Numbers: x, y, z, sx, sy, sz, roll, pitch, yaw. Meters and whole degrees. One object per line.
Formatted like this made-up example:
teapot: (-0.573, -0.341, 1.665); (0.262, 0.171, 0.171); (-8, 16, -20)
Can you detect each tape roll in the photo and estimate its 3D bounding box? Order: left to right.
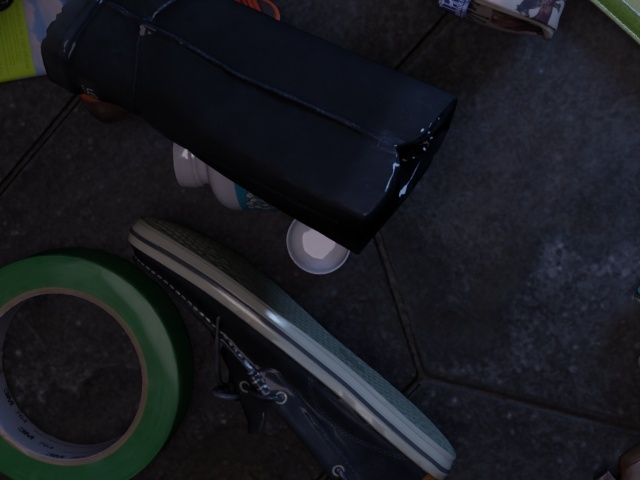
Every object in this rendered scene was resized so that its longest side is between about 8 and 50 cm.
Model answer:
tape roll: (-0.330, 0.171, 1.793); (0.321, 0.077, 0.321); (2, 98, 11)

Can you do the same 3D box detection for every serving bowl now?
serving bowl: (0.000, 0.000, 1.729); (0.083, 0.027, 0.083); (2, 98, 11)

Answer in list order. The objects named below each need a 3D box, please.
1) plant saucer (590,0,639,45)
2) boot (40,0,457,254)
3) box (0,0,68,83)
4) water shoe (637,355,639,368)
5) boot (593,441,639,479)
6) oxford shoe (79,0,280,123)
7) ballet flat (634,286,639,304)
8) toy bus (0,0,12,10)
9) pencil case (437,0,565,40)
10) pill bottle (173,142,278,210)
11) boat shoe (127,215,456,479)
plant saucer: (0.422, -0.316, 1.594); (0.188, 0.045, 0.188); (43, 103, 2)
boot: (-0.041, -0.236, 1.553); (0.445, 0.146, 0.367); (27, 78, 21)
box: (-0.365, -0.266, 1.750); (0.178, 0.042, 0.109); (-8, 97, 11)
water shoe: (0.490, 0.148, 1.650); (0.203, 0.073, 0.080); (11, 73, 10)
boot: (0.403, 0.307, 1.697); (0.118, 0.042, 0.087); (-36, 97, 15)
oxford shoe: (-0.175, -0.228, 1.710); (0.271, 0.098, 0.097); (-20, 54, 1)
ballet flat: (0.468, 0.090, 1.613); (0.188, 0.070, 0.070); (3, 99, 24)
toy bus: (-0.416, -0.389, 1.673); (0.130, 0.108, 0.333); (29, 90, -2)
pencil case: (0.240, -0.446, 1.551); (0.183, 0.160, 0.410); (16, 101, -3)
pill bottle: (-0.042, -0.108, 1.661); (0.264, 0.146, 0.146); (1, 99, 11)
boat shoe: (-0.059, 0.160, 1.689); (0.500, 0.187, 0.156); (42, 98, -3)
